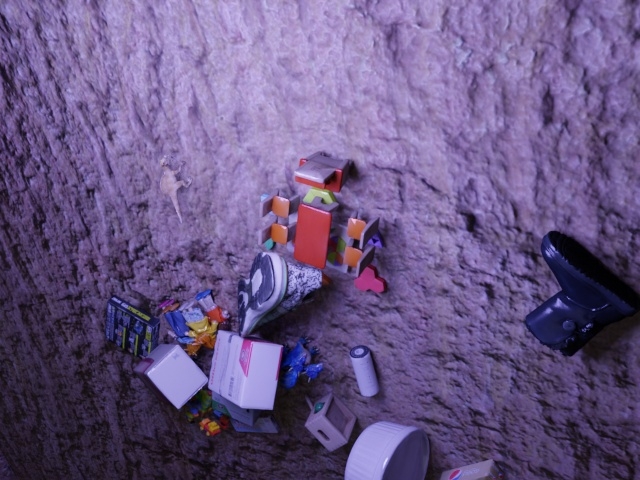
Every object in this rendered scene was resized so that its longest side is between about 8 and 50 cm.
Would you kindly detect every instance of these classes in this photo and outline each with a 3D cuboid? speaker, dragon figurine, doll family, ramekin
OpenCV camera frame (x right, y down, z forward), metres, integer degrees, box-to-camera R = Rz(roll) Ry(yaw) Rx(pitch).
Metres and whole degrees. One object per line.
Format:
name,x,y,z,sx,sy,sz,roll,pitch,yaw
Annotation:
speaker,0.118,0.349,1.733,0.055,0.055,0.136,0,122,29
dragon figurine,-0.092,0.348,1.793,0.289,0.144,0.085,-29,104,40
doll family,-0.383,0.258,1.913,0.262,0.118,0.163,-15,113,36
ramekin,0.176,0.618,1.759,0.127,0.273,0.273,13,128,37

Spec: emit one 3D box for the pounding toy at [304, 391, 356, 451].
pounding toy,0.013,0.510,1.868,0.100,0.130,0.141,-39,98,29

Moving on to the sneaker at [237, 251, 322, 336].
sneaker,-0.106,0.155,1.652,0.181,0.158,0.410,5,159,-18

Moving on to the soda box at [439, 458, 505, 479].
soda box,0.410,0.656,1.776,0.058,0.061,0.181,49,131,-7

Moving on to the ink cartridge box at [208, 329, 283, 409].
ink cartridge box,-0.209,0.349,1.776,0.100,0.172,0.237,13,174,-30

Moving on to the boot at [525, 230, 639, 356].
boot,0.491,0.120,1.332,0.246,0.094,0.207,37,129,-6

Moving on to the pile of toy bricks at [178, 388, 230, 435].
pile of toy bricks,-0.382,0.536,2.130,0.212,0.118,0.105,30,112,31

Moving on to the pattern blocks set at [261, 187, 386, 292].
pattern blocks set,0.000,0.000,1.577,0.324,0.026,0.286,9,125,25

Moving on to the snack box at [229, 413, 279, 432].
snack box,-0.218,0.595,2.119,0.178,0.022,0.064,-9,118,34

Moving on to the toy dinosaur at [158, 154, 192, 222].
toy dinosaur,-0.372,-0.143,1.644,0.053,0.093,0.183,7,124,26

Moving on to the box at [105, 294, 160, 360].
box,-0.616,0.291,2.121,0.184,0.045,0.191,25,130,9

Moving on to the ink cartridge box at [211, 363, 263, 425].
ink cartridge box,-0.250,0.449,1.992,0.153,0.087,0.209,19,128,17

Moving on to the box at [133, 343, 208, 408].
box,-0.469,0.417,2.015,0.149,0.127,0.232,52,155,-11

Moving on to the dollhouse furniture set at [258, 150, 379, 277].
dollhouse furniture set,-0.012,-0.054,1.443,0.261,0.135,0.259,18,123,18
